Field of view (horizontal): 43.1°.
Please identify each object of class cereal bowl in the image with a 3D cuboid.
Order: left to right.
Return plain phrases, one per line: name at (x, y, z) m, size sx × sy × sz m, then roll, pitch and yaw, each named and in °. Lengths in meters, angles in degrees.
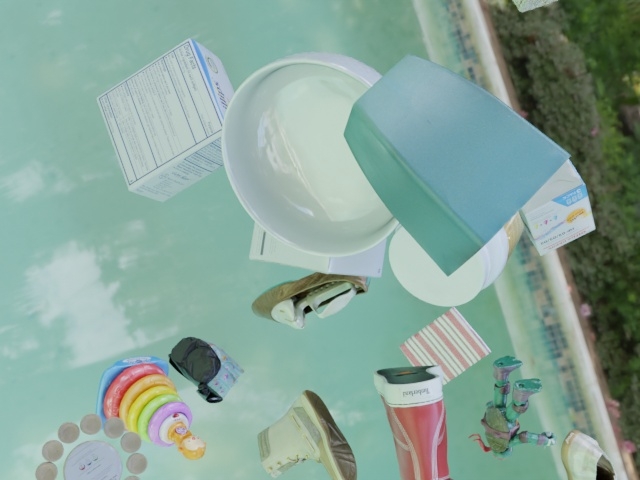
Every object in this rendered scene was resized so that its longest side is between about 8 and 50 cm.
cereal bowl at (0.016, -0.149, 1.323) m, size 0.141 × 0.339 × 0.339 m, roll -42°, pitch 114°, yaw -52°

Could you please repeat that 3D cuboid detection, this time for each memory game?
memory game at (-0.390, 0.390, 1.391) m, size 0.012 × 0.186 × 0.186 m, roll 156°, pitch -84°, yaw -71°

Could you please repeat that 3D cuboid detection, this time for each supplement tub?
supplement tub at (0.286, -0.033, 1.633) m, size 0.316 × 0.228 × 0.228 m, roll -48°, pitch 120°, yaw -47°

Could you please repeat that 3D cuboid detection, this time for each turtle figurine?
turtle figurine at (0.374, 0.354, 1.591) m, size 0.118 × 0.175 × 0.234 m, roll -22°, pitch 125°, yaw -32°

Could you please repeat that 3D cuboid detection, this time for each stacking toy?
stacking toy at (-0.344, 0.385, 1.753) m, size 0.175 × 0.302 × 0.166 m, roll -2°, pitch 110°, yaw -43°

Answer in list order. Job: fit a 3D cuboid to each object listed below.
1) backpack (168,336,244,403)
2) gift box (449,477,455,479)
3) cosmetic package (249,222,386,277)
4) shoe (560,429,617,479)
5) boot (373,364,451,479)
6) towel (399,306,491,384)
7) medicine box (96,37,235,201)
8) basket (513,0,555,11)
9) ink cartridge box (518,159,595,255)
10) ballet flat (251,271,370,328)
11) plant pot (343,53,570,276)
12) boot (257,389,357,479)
backpack at (-0.265, 0.313, 1.957) m, size 0.152 × 0.115 × 0.182 m, roll 41°, pitch -9°, yaw 33°
gift box at (0.341, 0.637, 1.678) m, size 0.276 × 0.255 × 0.258 m, roll -57°, pitch 135°, yaw -13°
cosmetic package at (0.000, 0.000, 1.853) m, size 0.224 × 0.224 × 0.138 m, roll 8°, pitch 92°, yaw -55°
shoe at (0.434, 0.381, 1.290) m, size 0.076 × 0.058 × 0.219 m, roll -54°, pitch 135°, yaw -24°
boot at (0.119, 0.245, 0.995) m, size 0.244 × 0.088 × 0.176 m, roll 14°, pitch 68°, yaw -85°
towel at (0.305, 0.267, 2.001) m, size 0.144 × 0.197 × 0.029 m, roll 51°, pitch 30°, yaw 4°
medicine box at (-0.344, -0.279, 1.923) m, size 0.149 × 0.289 × 0.263 m, roll 23°, pitch 42°, yaw -66°
basket at (0.381, -0.477, 1.373) m, size 0.167 × 0.113 × 0.103 m, roll 103°, pitch -34°, yaw -77°
ink cartridge box at (0.390, -0.043, 1.343) m, size 0.181 × 0.104 × 0.062 m, roll 50°, pitch 16°, yaw -52°
ballet flat at (-0.023, 0.150, 2.032) m, size 0.116 × 0.342 × 0.124 m, roll 51°, pitch 22°, yaw -45°
plant pot at (0.151, -0.107, 1.031) m, size 0.234 × 0.165 × 0.166 m, roll 45°, pitch -14°, yaw 7°
boot at (-0.031, 0.425, 1.596) m, size 0.077 × 0.165 × 0.213 m, roll 27°, pitch 25°, yaw -50°
